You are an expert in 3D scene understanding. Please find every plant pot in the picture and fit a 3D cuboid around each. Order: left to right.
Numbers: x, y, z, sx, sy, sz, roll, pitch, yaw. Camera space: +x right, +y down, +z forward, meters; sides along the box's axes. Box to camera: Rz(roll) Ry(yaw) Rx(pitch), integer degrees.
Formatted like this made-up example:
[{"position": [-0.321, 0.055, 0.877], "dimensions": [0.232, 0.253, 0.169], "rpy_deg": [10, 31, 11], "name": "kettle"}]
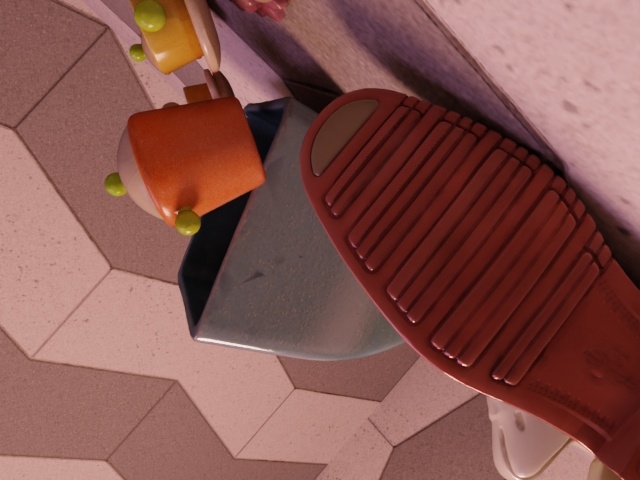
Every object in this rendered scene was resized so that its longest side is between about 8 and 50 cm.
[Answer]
[{"position": [0.000, 0.000, 0.672], "dimensions": [0.252, 0.247, 0.248], "rpy_deg": [21, -176, -21], "name": "plant pot"}]

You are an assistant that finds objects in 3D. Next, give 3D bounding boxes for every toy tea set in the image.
[{"position": [-0.147, -0.141, 0.521], "dimensions": [0.336, 0.124, 0.200], "rpy_deg": [-119, 10, -65], "name": "toy tea set"}]

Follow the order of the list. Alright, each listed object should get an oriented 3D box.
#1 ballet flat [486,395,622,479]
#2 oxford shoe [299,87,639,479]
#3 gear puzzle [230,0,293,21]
[{"position": [0.288, 0.215, 0.538], "dimensions": [0.483, 0.182, 0.164], "rpy_deg": [41, 178, 16], "name": "ballet flat"}, {"position": [0.147, 0.049, 0.408], "dimensions": [0.397, 0.140, 0.146], "rpy_deg": [43, -176, 5], "name": "oxford shoe"}, {"position": [-0.137, -0.263, 0.328], "dimensions": [0.339, 0.044, 0.175], "rpy_deg": [42, 177, -19], "name": "gear puzzle"}]
